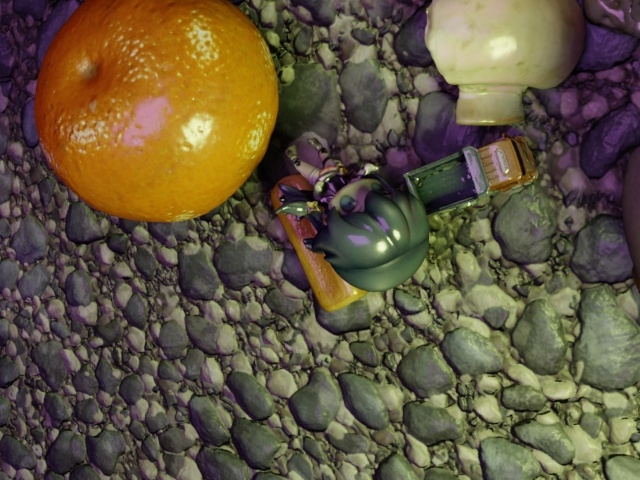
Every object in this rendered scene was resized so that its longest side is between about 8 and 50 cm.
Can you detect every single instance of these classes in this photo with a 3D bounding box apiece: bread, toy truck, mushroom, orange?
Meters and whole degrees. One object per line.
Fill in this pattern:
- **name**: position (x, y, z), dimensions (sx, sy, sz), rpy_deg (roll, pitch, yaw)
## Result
- **bread**: position (0.000, 0.000, 1.371), dimensions (0.093, 0.074, 0.239), rpy_deg (-31, 79, 31)
- **toy truck**: position (0.217, -0.093, 1.217), dimensions (0.192, 0.092, 0.083), rpy_deg (-20, 84, 31)
- **mushroom**: position (0.254, -0.277, 1.128), dimensions (0.173, 0.162, 0.236), rpy_deg (7, 102, 37)
- **orange**: position (-0.263, -0.226, 1.363), dimensions (0.424, 0.326, 0.423), rpy_deg (-9, 72, 29)

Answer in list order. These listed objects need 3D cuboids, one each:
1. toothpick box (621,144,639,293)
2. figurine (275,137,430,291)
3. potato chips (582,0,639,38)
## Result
- **toothpick box**: position (0.551, 0.029, 0.841), dimensions (0.409, 0.409, 0.425), rpy_deg (-29, 84, 31)
- **figurine**: position (0.050, -0.036, 1.227), dimensions (0.175, 0.197, 0.265), rpy_deg (-37, 36, 0)
- **potato chips**: position (0.442, -0.423, 0.966), dimensions (0.097, 0.373, 0.389), rpy_deg (0, 104, -13)
